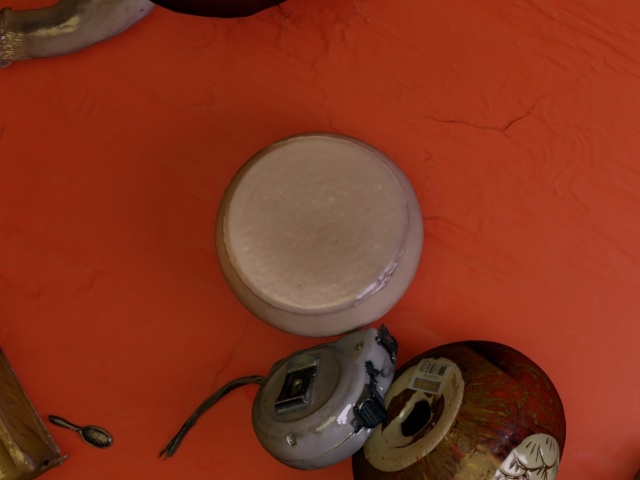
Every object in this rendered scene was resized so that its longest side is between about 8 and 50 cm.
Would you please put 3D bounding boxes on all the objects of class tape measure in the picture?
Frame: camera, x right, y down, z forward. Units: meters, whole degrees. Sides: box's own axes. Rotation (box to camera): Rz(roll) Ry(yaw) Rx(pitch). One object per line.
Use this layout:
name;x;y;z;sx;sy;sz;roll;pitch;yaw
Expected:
tape measure;-0.073;0.195;1.778;0.330;0.164;0.084;-21;121;24

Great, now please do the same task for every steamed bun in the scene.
steamed bun;0.000;0.000;1.813;0.231;0.145;0.232;-1;72;4

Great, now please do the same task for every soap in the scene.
soap;-0.391;0.175;1.862;0.076;0.135;0.233;-34;82;5

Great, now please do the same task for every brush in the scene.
brush;-0.282;0.222;1.907;0.083;0.008;0.024;22;93;9

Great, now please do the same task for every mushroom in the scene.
mushroom;-0.293;-0.264;1.908;0.223;0.081;0.092;-27;101;8

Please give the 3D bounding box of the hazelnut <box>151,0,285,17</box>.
hazelnut;-0.110;-0.460;1.754;0.402;0.402;0.429;-19;69;7

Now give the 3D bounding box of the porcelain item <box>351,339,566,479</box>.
porcelain item;0.169;0.238;1.760;0.253;0.253;0.253;-1;86;8

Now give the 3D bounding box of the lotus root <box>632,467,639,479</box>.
lotus root;0.325;0.337;1.740;0.074;0.170;0.261;37;87;5
